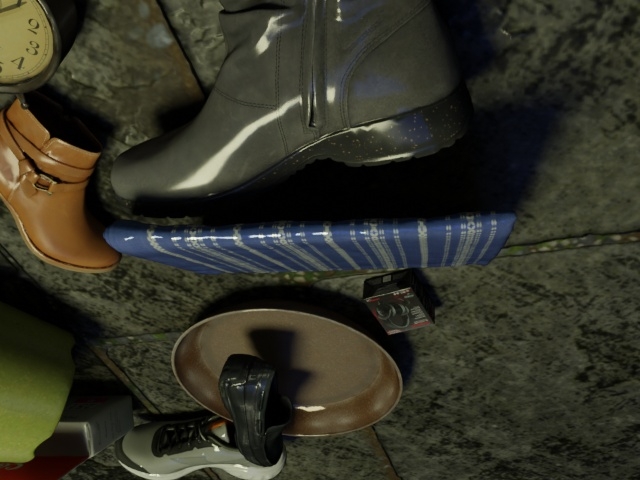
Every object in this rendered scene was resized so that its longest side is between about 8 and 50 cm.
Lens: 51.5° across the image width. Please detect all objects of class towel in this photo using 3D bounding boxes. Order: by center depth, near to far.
[{"bbox_3d":[0.000,0.000,0.631,0.336,0.040,0.243,-2,172,10],"label":"towel"}]

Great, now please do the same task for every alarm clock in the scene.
[{"bbox_3d":[-0.256,-0.199,0.528,0.129,0.064,0.192,29,136,-21],"label":"alarm clock"}]

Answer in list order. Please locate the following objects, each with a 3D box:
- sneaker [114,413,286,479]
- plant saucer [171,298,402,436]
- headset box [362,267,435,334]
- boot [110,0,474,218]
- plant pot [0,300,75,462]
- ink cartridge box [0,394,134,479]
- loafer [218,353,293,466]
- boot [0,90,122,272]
[{"bbox_3d":[-0.191,0.314,1.047,0.271,0.100,0.108,-1,132,1],"label":"sneaker"},{"bbox_3d":[-0.044,0.172,0.902,0.310,0.050,0.311,5,138,4],"label":"plant saucer"},{"bbox_3d":[0.096,0.076,0.789,0.062,0.032,0.083,-16,131,24],"label":"headset box"},{"bbox_3d":[-0.060,-0.154,0.531,0.338,0.118,0.223,-16,125,15],"label":"boot"},{"bbox_3d":[-0.465,0.166,0.832,0.254,0.276,0.276,27,135,-35],"label":"plant pot"},{"bbox_3d":[-0.456,0.292,0.973,0.275,0.239,0.060,-4,92,13],"label":"ink cartridge box"},{"bbox_3d":[-0.074,0.235,0.883,0.078,0.076,0.223,4,134,15],"label":"loafer"},{"bbox_3d":[-0.261,-0.052,0.682,0.197,0.073,0.152,35,127,-29],"label":"boot"}]
